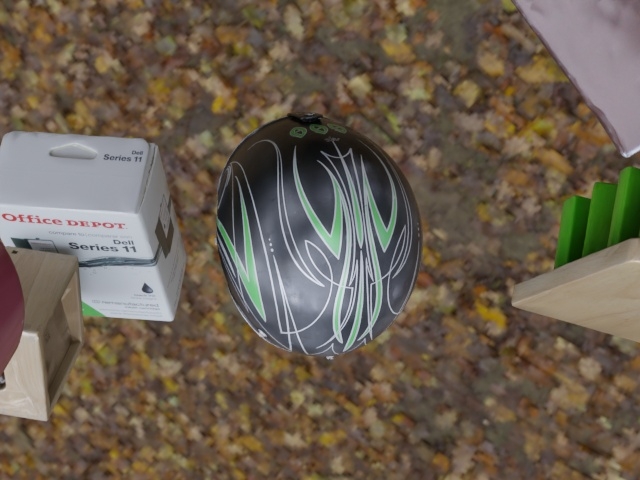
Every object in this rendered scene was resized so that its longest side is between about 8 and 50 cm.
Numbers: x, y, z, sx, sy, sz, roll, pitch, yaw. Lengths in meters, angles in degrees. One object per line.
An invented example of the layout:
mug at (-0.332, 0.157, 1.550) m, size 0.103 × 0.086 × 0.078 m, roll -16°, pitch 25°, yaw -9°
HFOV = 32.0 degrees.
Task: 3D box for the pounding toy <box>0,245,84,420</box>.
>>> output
pounding toy at (-0.287, 0.100, 1.029) m, size 0.100 × 0.130 × 0.141 m, roll 9°, pitch 128°, yaw 4°

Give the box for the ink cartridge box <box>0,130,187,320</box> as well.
ink cartridge box at (-0.225, -0.009, 1.101) m, size 0.153 × 0.086 × 0.208 m, roll 4°, pitch 148°, yaw 6°

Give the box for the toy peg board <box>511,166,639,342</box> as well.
toy peg board at (0.229, 0.013, 0.695) m, size 0.161 × 0.079 × 0.161 m, roll 16°, pitch 165°, yaw -11°

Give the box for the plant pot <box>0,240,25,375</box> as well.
plant pot at (-0.247, 0.059, 0.548) m, size 0.201 × 0.180 × 0.201 m, roll 7°, pitch 114°, yaw 16°

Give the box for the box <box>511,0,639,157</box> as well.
box at (0.193, -0.194, 0.656) m, size 0.167 × 0.168 × 0.203 m, roll -34°, pitch 99°, yaw 25°

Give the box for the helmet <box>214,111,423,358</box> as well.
helmet at (0.000, 0.000, 0.848) m, size 0.161 × 0.169 × 0.169 m, roll -118°, pitch 23°, yaw -46°
